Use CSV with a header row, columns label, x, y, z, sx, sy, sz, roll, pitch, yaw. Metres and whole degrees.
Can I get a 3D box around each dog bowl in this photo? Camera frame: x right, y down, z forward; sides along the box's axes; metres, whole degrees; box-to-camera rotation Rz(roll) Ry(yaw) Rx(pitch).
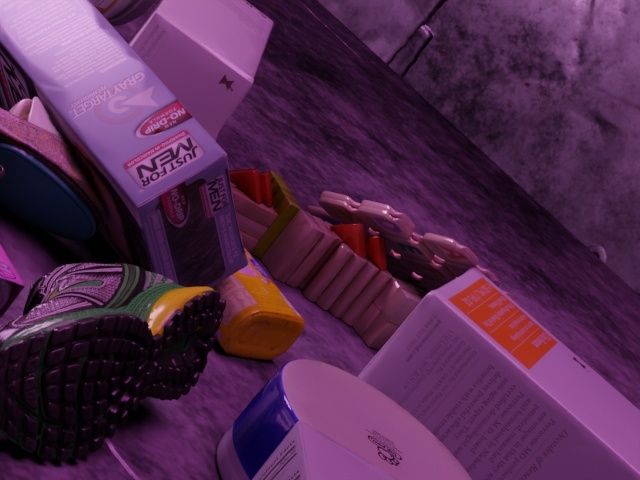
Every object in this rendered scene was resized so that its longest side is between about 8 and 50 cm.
label,x,y,z,sx,sy,sz,roll,pitch,yaw
dog bowl,0.035,0.238,1.866,0.265,0.104,0.265,35,16,-12

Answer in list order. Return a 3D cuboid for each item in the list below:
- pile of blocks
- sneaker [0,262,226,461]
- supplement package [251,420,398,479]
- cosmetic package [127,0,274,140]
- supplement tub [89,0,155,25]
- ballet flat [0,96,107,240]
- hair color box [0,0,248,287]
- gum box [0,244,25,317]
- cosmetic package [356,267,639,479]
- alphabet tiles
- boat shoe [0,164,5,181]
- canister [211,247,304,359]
label,x,y,z,sx,sy,sz,roll,pitch,yaw
pile of blocks,0.000,0.000,2.432,0.362,0.113,0.149,36,16,-12
sneaker,-0.220,0.097,1.712,0.146,0.134,0.343,20,13,18
supplement package,0.022,0.294,1.597,0.194,0.149,0.203,34,17,-17
cosmetic package,-0.179,-0.210,2.469,0.155,0.197,0.365,36,15,-7
supplement tub,-0.360,-0.404,2.541,0.228,0.228,0.316,47,18,26
ballet flat,-0.341,-0.117,1.976,0.316,0.107,0.106,33,51,-23
hair color box,-0.231,-0.118,2.080,0.374,0.113,0.185,47,-20,33
gum box,-0.365,0.005,1.700,0.188,0.062,0.107,22,22,-45
cosmetic package,0.276,0.246,2.274,0.453,0.161,0.230,41,16,8
alphabet tiles,0.114,0.027,2.509,0.278,0.021,0.284,14,-22,42
boat shoe,-0.401,-0.107,1.870,0.223,0.073,0.080,39,12,-30
canister,-0.106,0.049,2.137,0.170,0.073,0.126,50,19,30
